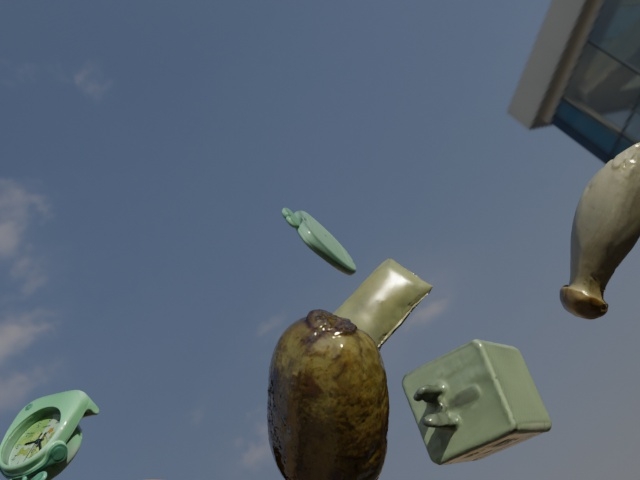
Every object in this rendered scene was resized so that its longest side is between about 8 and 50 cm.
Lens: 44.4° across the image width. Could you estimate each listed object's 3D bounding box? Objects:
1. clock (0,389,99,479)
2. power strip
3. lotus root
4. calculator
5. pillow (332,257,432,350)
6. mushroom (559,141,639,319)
[{"bbox_3d":[-0.462,0.339,1.296,0.148,0.188,0.060,-14,-56,26],"label":"clock"},{"bbox_3d":[0.211,0.229,1.111,0.140,0.139,0.224,-30,-25,24],"label":"power strip"},{"bbox_3d":[0.006,0.202,0.880,0.128,0.145,0.260,-16,-61,-39],"label":"lotus root"},{"bbox_3d":[0.000,0.000,1.161,0.021,0.095,0.153,-41,-56,11],"label":"calculator"},{"bbox_3d":[0.113,0.129,1.527,0.208,0.119,0.053,-46,-20,-24],"label":"pillow"},{"bbox_3d":[0.528,-0.025,1.431,0.128,0.128,0.350,15,-85,-49],"label":"mushroom"}]
